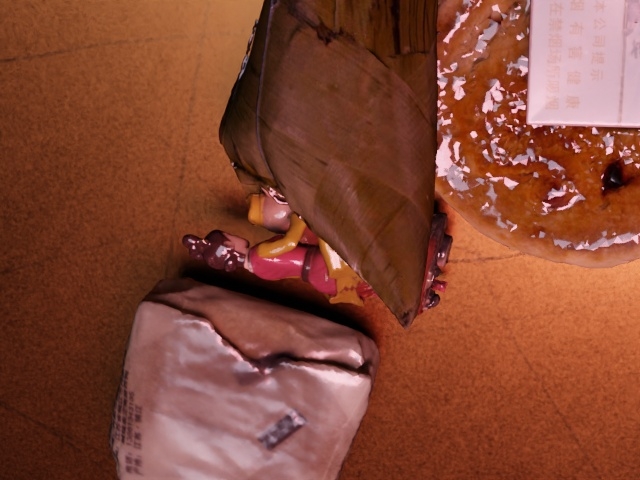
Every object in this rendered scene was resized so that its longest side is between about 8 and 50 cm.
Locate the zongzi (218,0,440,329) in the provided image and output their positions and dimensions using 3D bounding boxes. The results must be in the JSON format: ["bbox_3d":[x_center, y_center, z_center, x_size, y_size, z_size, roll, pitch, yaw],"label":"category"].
[{"bbox_3d":[0.046,-0.137,1.227,0.160,0.360,0.323,3,117,-21],"label":"zongzi"}]

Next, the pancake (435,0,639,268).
[{"bbox_3d":[0.248,-0.140,1.336,0.356,0.065,0.356,3,108,10],"label":"pancake"}]

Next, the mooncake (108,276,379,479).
[{"bbox_3d":[-0.085,0.172,1.495,0.250,0.136,0.254,20,110,1],"label":"mooncake"}]

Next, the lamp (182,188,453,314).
[{"bbox_3d":[0.000,0.000,1.425,0.253,0.118,0.118,12,114,10],"label":"lamp"}]

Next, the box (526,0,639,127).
[{"bbox_3d":[0.296,-0.172,1.250,0.233,0.067,0.150,2,107,8],"label":"box"}]
